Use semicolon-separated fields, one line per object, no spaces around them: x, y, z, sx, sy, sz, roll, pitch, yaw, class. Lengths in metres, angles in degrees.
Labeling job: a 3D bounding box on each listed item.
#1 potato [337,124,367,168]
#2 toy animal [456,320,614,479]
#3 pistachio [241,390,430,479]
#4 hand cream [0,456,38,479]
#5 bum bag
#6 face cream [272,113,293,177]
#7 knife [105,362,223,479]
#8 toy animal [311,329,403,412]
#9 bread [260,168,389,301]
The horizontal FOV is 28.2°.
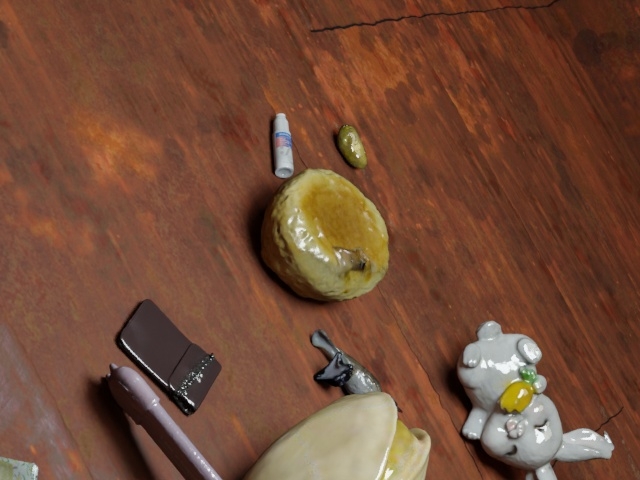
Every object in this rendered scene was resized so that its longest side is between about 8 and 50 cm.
0.058;-0.177;2.417;0.045;0.046;0.092;-138;-155;-87;potato
0.362;0.307;2.282;0.325;0.208;0.154;45;-5;-2;toy animal
0.016;0.357;1.781;0.229;0.238;0.321;49;66;-21;pistachio
-0.407;0.268;1.489;0.194;0.042;0.067;29;42;-42;hand cream
-0.214;0.163;1.825;0.159;0.026;0.109;47;36;-15;bum bag
-0.068;-0.172;2.264;0.034;0.034;0.130;27;44;-37;face cream
-0.147;0.309;1.662;0.038;0.132;0.398;-36;78;-32;knife
0.066;0.230;2.090;0.202;0.070;0.105;37;20;-22;toy animal
0.000;0.000;2.130;0.244;0.134;0.244;28;47;-35;bread
